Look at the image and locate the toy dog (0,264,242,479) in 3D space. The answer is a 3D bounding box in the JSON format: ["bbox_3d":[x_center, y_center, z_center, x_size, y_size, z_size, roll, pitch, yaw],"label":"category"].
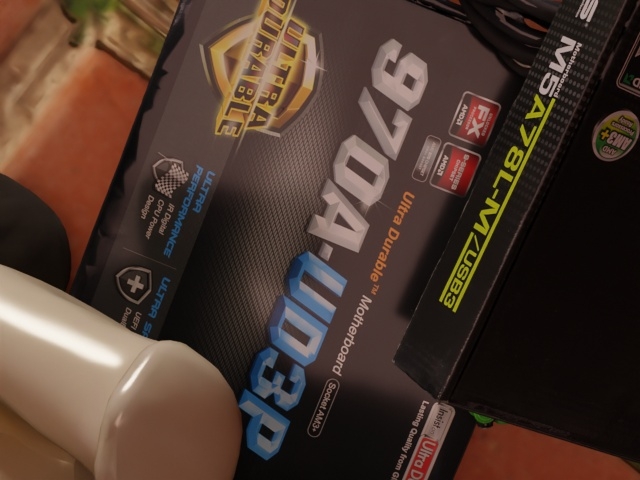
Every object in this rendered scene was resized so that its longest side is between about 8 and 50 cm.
[{"bbox_3d":[-0.122,0.175,0.619,0.408,0.284,0.395,15,143,-2],"label":"toy dog"}]

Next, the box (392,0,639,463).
[{"bbox_3d":[0.145,-0.004,0.687,0.191,0.045,0.184,20,97,-31],"label":"box"}]

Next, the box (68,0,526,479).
[{"bbox_3d":[0.000,0.000,0.739,0.175,0.051,0.220,23,99,0],"label":"box"}]

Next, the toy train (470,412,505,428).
[{"bbox_3d":[0.070,0.033,0.705,0.024,0.017,0.083,-1,98,-7],"label":"toy train"}]

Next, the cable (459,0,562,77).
[{"bbox_3d":[0.119,-0.142,0.703,0.151,0.047,0.184,20,79,-11],"label":"cable"}]

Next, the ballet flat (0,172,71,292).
[{"bbox_3d":[-0.246,0.001,0.736,0.281,0.096,0.095,8,98,3],"label":"ballet flat"}]
